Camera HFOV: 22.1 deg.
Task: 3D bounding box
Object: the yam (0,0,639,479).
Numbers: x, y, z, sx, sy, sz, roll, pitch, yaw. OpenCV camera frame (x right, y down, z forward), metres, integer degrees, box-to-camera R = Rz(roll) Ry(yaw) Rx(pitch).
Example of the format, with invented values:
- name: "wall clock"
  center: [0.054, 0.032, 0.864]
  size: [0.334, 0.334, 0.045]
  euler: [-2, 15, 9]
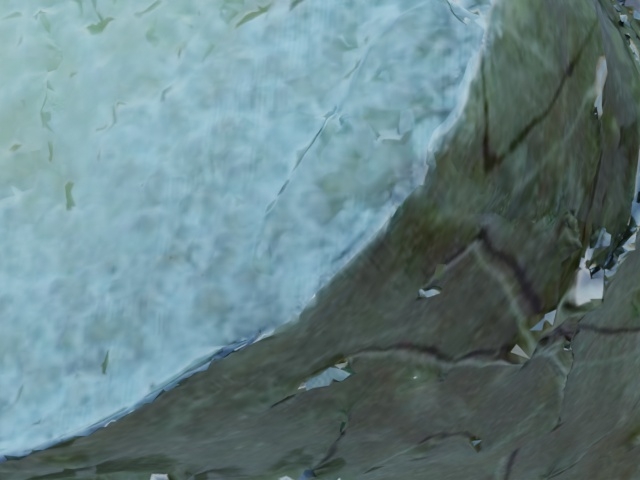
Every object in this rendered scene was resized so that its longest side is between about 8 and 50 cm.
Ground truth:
- name: "yam"
  center: [0.000, 0.000, 0.527]
  size: [0.241, 0.348, 0.241]
  euler: [-11, 67, 29]
